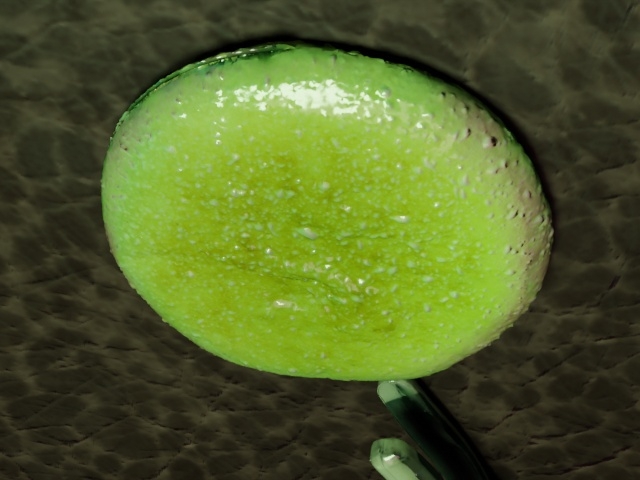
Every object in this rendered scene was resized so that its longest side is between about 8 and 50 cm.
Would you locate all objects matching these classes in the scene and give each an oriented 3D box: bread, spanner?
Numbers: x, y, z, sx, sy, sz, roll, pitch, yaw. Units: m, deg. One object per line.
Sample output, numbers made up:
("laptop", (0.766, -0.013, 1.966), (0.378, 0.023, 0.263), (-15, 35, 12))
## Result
("bread", (0.002, -0.004, 0.783), (0.301, 0.045, 0.301), (4, 136, 4))
("spanner", (0.127, 0.226, 0.968), (0.040, 0.096, 0.325), (-17, 131, 26))
